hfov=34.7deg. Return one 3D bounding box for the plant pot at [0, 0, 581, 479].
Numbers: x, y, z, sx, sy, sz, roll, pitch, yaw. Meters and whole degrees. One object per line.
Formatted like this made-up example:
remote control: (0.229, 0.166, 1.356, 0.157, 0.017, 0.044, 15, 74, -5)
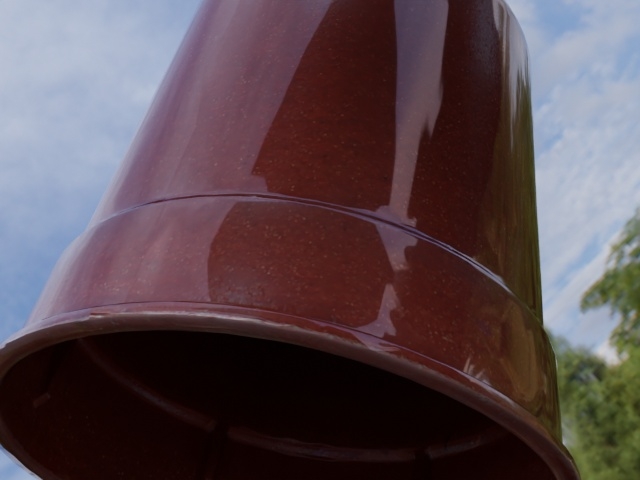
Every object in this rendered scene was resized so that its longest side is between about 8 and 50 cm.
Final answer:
plant pot: (0.000, 0.000, 0.531, 0.272, 0.272, 0.265, 96, -175, -56)
